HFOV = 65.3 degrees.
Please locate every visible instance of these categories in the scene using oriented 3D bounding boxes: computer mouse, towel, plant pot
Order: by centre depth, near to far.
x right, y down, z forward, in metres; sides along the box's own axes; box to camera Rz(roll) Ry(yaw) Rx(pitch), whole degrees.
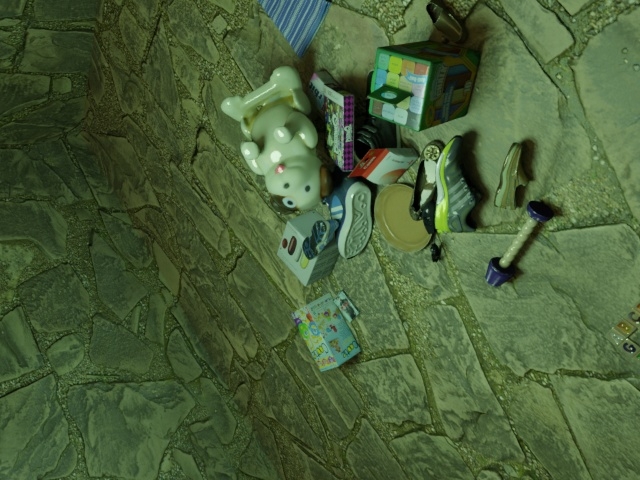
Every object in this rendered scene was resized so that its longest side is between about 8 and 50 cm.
[{"bbox_3d":[0.341,-0.024,1.540,0.041,0.071,0.242,8,133,25],"label":"computer mouse"},{"bbox_3d":[0.278,-0.076,1.648,0.236,0.032,0.236,26,128,39],"label":"plant pot"},{"bbox_3d":[-0.113,-0.830,1.698,0.336,0.040,0.243,56,141,11],"label":"towel"}]

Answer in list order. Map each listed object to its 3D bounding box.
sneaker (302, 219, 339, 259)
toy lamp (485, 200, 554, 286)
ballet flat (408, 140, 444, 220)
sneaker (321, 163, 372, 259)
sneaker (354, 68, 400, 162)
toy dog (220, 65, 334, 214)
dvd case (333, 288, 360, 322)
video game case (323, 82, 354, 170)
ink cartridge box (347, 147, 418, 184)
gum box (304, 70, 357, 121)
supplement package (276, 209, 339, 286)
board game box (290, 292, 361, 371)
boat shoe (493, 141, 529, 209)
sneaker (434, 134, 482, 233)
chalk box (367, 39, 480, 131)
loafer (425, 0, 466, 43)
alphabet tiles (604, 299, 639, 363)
[{"bbox_3d":[0.000,0.000,1.766,0.080,0.081,0.211,60,143,18],"label":"sneaker"},{"bbox_3d":[0.536,0.020,1.369,0.080,0.080,0.275,44,135,25],"label":"toy lamp"},{"bbox_3d":[0.316,-0.175,1.503,0.084,0.058,0.250,25,115,28],"label":"ballet flat"},{"bbox_3d":[0.069,-0.118,1.806,0.236,0.130,0.323,43,142,41],"label":"sneaker"},{"bbox_3d":[0.161,-0.373,1.536,0.104,0.147,0.296,7,113,49],"label":"sneaker"},{"bbox_3d":[-0.120,-0.288,1.673,0.395,0.284,0.408,50,-159,-67],"label":"toy dog"},{"bbox_3d":[0.105,0.267,2.035,0.119,0.013,0.087,54,140,16],"label":"dvd case"},{"bbox_3d":[0.056,-0.360,1.573,0.210,0.041,0.232,-121,26,-59],"label":"video game case"},{"bbox_3d":[0.195,-0.227,1.545,0.145,0.179,0.045,-48,60,49],"label":"ink cartridge box"},{"bbox_3d":[0.027,-0.478,1.700,0.188,0.062,0.107,53,139,15],"label":"gum box"},{"bbox_3d":[-0.042,0.029,1.972,0.194,0.149,0.203,45,138,24],"label":"supplement package"},{"bbox_3d":[0.020,0.384,2.088,0.142,0.144,0.275,-36,80,51],"label":"board game box"},{"bbox_3d":[0.515,-0.166,1.316,0.072,0.068,0.190,21,135,26],"label":"boat shoe"},{"bbox_3d":[0.400,-0.154,1.426,0.121,0.111,0.300,11,123,29],"label":"sneaker"},{"bbox_3d":[0.249,-0.407,1.303,0.180,0.289,0.179,31,130,35],"label":"chalk box"},{"bbox_3d":[0.326,-0.576,1.319,0.148,0.050,0.056,53,140,15],"label":"loafer"},{"bbox_3d":[0.834,0.224,1.187,0.198,0.009,0.237,42,136,27],"label":"alphabet tiles"}]
